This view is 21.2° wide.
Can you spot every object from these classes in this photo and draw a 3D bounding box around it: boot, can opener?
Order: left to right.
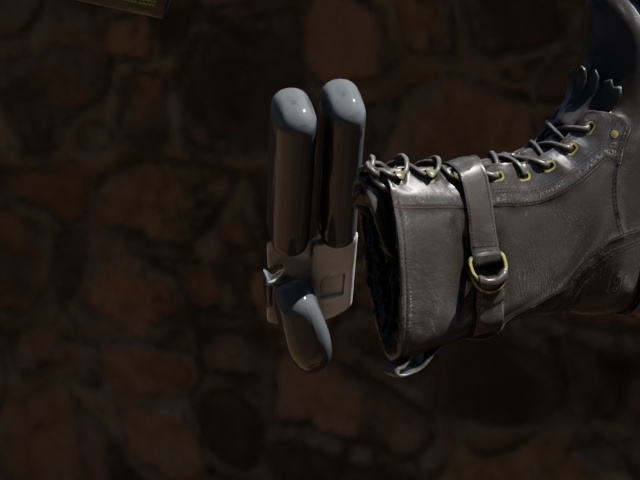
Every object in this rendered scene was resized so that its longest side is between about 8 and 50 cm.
[{"bbox_3d":[0.000,0.000,1.330,0.076,0.283,0.095,-11,55,-10],"label":"can opener"},{"bbox_3d":[0.130,-0.047,1.148,0.229,0.263,0.091,-4,2,-23],"label":"boot"}]

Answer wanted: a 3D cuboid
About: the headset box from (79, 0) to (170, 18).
[{"bbox_3d":[-0.140,-0.332,1.219,0.131,0.246,0.283,11,-26,-6],"label":"headset box"}]
